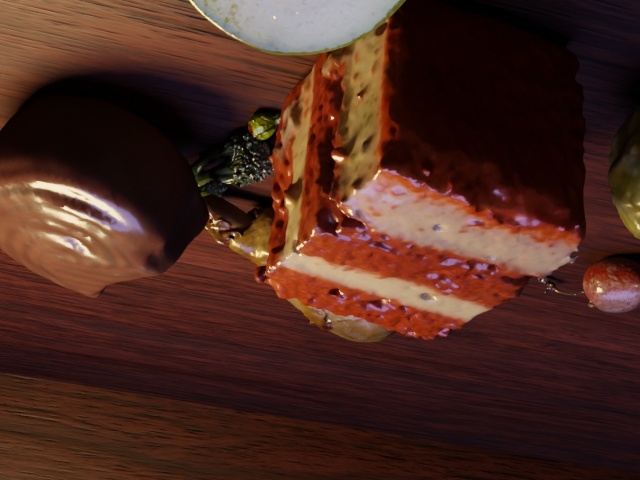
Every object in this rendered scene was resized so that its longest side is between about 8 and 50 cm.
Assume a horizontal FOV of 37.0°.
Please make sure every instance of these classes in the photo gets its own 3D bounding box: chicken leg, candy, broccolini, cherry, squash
[{"bbox_3d":[0.000,0.000,1.496,0.409,0.182,0.295,29,143,-11],"label":"chicken leg"},{"bbox_3d":[-0.037,-0.157,1.242,0.123,0.035,0.035,-11,-175,18],"label":"candy"},{"bbox_3d":[-0.197,-0.054,1.408,0.392,0.074,0.078,-32,96,43],"label":"broccolini"},{"bbox_3d":[0.454,0.075,1.602,0.225,0.090,0.107,-3,169,45],"label":"cherry"},{"bbox_3d":[-0.050,-0.265,0.916,0.237,0.155,0.204,28,130,-14],"label":"squash"}]

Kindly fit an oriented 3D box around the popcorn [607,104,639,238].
[{"bbox_3d":[0.468,-0.071,1.062,0.286,0.215,0.252,13,161,20],"label":"popcorn"}]

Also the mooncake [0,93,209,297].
[{"bbox_3d":[-0.327,-0.044,1.321,0.326,0.174,0.334,10,144,20],"label":"mooncake"}]

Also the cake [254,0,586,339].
[{"bbox_3d":[0.106,-0.080,1.061,0.270,0.269,0.319,17,148,-22],"label":"cake"}]
